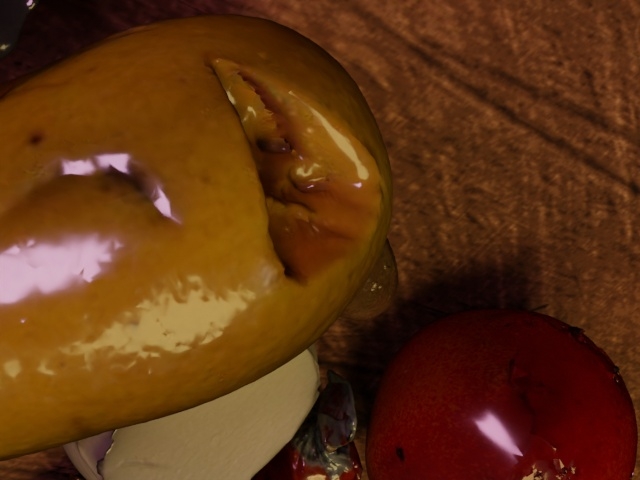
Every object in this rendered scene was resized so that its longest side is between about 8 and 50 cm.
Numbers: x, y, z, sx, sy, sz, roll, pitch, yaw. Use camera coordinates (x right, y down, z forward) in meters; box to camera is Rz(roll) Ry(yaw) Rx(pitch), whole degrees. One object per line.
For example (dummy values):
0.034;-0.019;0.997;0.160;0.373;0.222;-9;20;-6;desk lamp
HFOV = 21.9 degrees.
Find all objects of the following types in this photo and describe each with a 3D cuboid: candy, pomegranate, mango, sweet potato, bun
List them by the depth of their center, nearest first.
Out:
-0.136;0.017;0.810;0.365;0.253;0.182;-29;103;-14;mango
-0.091;0.080;1.042;0.173;0.120;0.173;-24;141;-21;bun
0.006;0.002;1.071;0.068;0.068;0.226;-36;144;7;sweet potato
0.127;0.155;1.251;0.210;0.210;0.235;2;156;-40;pomegranate
-0.017;0.200;1.291;0.059;0.086;0.292;-9;140;-26;candy

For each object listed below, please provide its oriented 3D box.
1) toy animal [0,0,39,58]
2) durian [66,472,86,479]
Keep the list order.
-0.212;-0.119;0.711;0.146;0.114;0.245;13;149;-39;toy animal
-0.140;0.227;1.195;0.168;0.137;0.158;-24;129;13;durian
